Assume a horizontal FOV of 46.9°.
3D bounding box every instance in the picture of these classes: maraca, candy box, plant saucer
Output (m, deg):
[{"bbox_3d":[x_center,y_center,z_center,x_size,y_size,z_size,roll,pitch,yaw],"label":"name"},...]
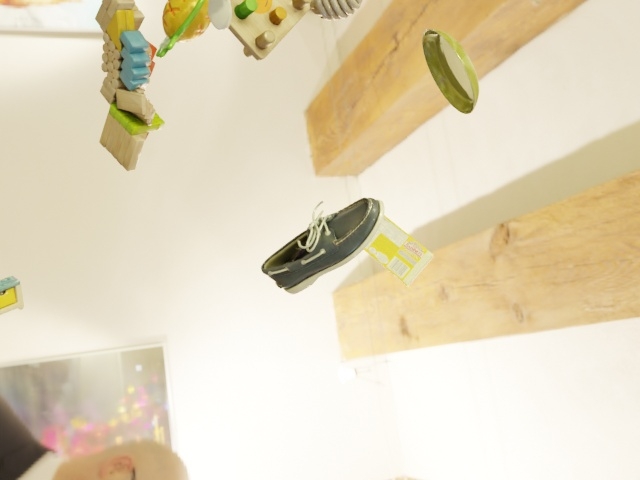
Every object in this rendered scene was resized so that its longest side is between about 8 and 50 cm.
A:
[{"bbox_3d":[-0.297,-0.472,1.592,0.185,0.099,0.127,-55,-156,1],"label":"maraca"},{"bbox_3d":[0.179,0.014,1.896,0.206,0.105,0.027,41,-3,16],"label":"candy box"},{"bbox_3d":[0.339,-0.437,1.887,0.241,0.037,0.241,60,-5,8],"label":"plant saucer"}]

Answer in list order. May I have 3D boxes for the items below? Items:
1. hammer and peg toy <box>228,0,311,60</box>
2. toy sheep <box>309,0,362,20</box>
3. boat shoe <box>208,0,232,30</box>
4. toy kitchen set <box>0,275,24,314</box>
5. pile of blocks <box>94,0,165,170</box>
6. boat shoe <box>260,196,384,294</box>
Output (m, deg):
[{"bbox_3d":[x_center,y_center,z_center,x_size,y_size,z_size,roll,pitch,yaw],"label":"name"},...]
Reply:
[{"bbox_3d":[-0.204,-0.686,1.940,0.361,0.266,0.127,47,-29,-19],"label":"hammer and peg toy"},{"bbox_3d":[0.037,-0.473,1.431,0.132,0.091,0.091,-18,-106,28],"label":"toy sheep"},{"bbox_3d":[-0.197,-0.481,1.455,0.040,0.049,0.142,1,79,-72],"label":"boat shoe"},{"bbox_3d":[-0.648,0.136,1.456,0.207,0.166,0.122,25,-51,42],"label":"toy kitchen set"},{"bbox_3d":[-0.372,-0.331,1.527,0.149,0.113,0.362,22,-61,33],"label":"pile of blocks"},{"bbox_3d":[0.000,0.000,1.247,0.254,0.079,0.095,-35,-148,36],"label":"boat shoe"}]
